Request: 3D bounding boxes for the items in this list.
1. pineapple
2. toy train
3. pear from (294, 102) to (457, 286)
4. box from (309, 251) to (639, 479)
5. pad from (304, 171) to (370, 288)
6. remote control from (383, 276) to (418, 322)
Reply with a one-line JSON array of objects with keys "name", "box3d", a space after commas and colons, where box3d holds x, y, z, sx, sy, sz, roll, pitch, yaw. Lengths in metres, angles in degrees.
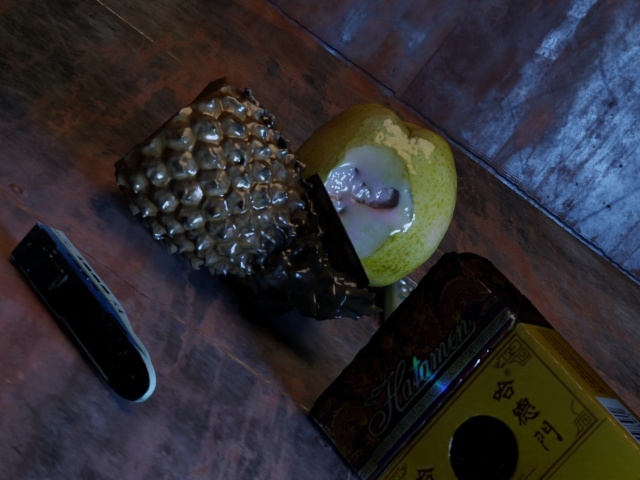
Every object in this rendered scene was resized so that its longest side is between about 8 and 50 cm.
[{"name": "pineapple", "box3d": [-0.076, -0.017, 1.844, 0.357, 0.223, 0.223, 48, 15, -5]}, {"name": "toy train", "box3d": [-0.228, 0.077, 1.487, 0.234, 0.052, 0.051, 47, 13, 28]}, {"name": "pear", "box3d": [0.074, -0.070, 2.194, 0.271, 0.271, 0.271, 35, 16, -12]}, {"name": "box", "box3d": [0.205, 0.239, 1.605, 0.415, 0.264, 0.116, 50, 20, 28]}, {"name": "pad", "box3d": [0.000, 0.000, 1.949, 0.158, 0.003, 0.235, 65, -17, 0]}, {"name": "remote control", "box3d": [0.128, 0.108, 2.194, 0.078, 0.042, 0.221, 36, 17, -10]}]
